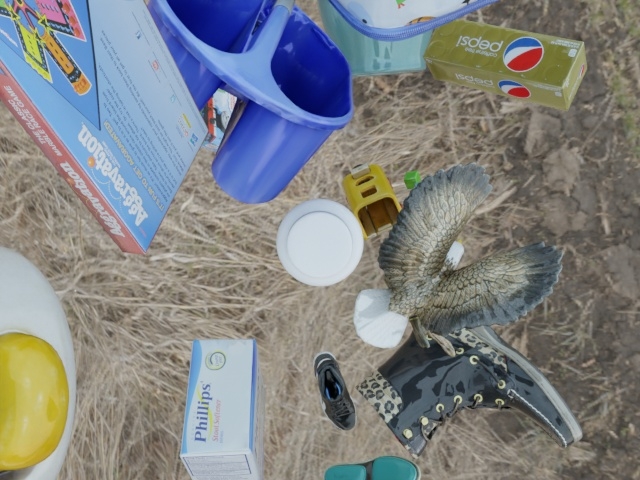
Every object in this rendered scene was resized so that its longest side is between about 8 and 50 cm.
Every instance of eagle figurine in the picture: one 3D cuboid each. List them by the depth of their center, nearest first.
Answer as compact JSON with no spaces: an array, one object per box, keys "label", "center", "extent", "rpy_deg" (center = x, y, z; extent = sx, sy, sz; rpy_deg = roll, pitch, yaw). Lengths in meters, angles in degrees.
[{"label":"eagle figurine","center":[0.200,0.047,1.036],"extent":[0.226,0.298,0.225],"rpy_deg":[16,56,-17]}]

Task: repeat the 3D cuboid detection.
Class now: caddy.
[{"label":"caddy","center":[-0.082,-0.204,0.716],"extent":[0.241,0.341,0.179],"rpy_deg":[32,119,-18]}]

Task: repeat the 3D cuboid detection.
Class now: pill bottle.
[{"label":"pill bottle","center":[0.000,0.000,0.900],"extent":[0.117,0.215,0.117],"rpy_deg":[0,93,1]}]

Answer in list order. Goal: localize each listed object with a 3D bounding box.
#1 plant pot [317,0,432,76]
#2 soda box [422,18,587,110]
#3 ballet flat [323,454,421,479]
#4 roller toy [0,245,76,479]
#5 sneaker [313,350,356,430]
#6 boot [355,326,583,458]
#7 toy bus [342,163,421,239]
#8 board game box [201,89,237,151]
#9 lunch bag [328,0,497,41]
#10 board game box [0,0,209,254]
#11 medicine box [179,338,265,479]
[{"label":"plant pot","center":[0.118,-0.467,1.301],"extent":[0.271,0.271,0.256],"rpy_deg":[-9,103,-21]},{"label":"soda box","center":[0.220,-0.216,0.774],"extent":[0.058,0.181,0.061],"rpy_deg":[33,82,-59]},{"label":"ballet flat","center":[0.126,0.537,1.448],"extent":[0.086,0.248,0.086],"rpy_deg":[25,60,-52]},{"label":"roller toy","center":[-0.247,0.091,0.386],"extent":[0.146,0.209,0.191],"rpy_deg":[6,41,-55]},{"label":"sneaker","center":[0.035,0.388,1.555],"extent":[0.079,0.121,0.217],"rpy_deg":[-21,102,-1]},{"label":"boot","center":[0.274,0.314,1.238],"extent":[0.284,0.138,0.377],"rpy_deg":[-40,62,-8]},{"label":"toy bus","center":[0.095,-0.099,1.263],"extent":[0.191,0.202,0.104],"rpy_deg":[-54,134,-30]},{"label":"board game box","center":[-0.204,-0.262,1.349],"extent":[0.211,0.039,0.160],"rpy_deg":[12,71,-55]},{"label":"lunch bag","center":[0.069,-0.338,0.634],"extent":[0.243,0.115,0.303],"rpy_deg":[-27,58,-8]},{"label":"board game box","center":[-0.165,-0.131,0.445],"extent":[0.027,0.281,0.145],"rpy_deg":[3,53,20]},{"label":"medicine box","center":[-0.211,0.406,1.451],"extent":[0.149,0.289,0.264],"rpy_deg":[-1,52,-1]}]
